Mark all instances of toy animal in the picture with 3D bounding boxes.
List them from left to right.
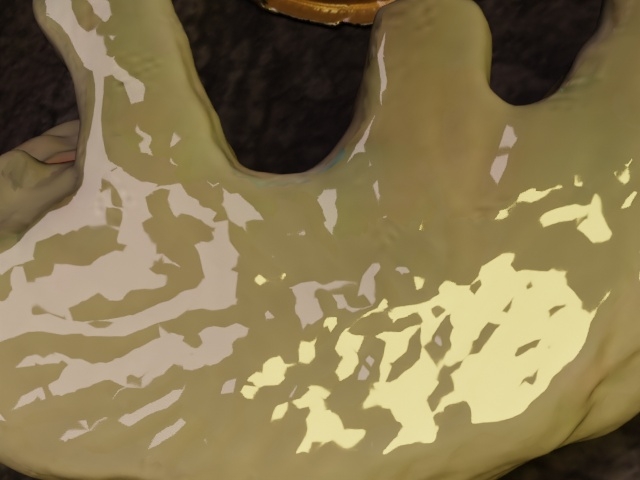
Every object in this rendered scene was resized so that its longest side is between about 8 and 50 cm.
[{"bbox_3d":[0.000,0.000,0.480,0.308,0.188,0.266,-41,74,-9],"label":"toy animal"}]

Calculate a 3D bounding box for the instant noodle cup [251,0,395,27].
[{"bbox_3d":[0.032,-0.243,0.603,0.274,0.091,0.274,-12,62,22],"label":"instant noodle cup"}]
